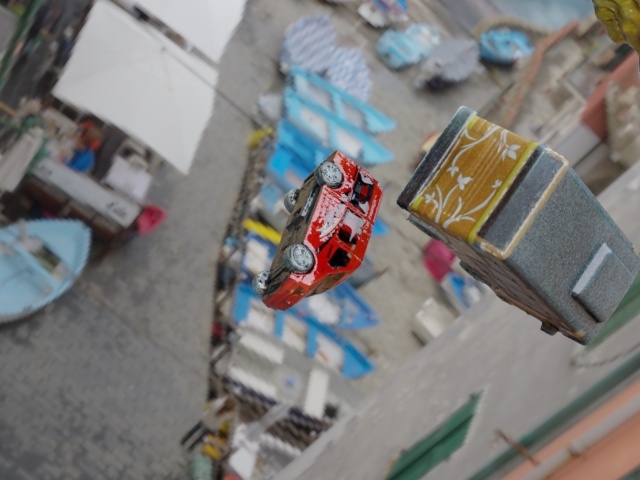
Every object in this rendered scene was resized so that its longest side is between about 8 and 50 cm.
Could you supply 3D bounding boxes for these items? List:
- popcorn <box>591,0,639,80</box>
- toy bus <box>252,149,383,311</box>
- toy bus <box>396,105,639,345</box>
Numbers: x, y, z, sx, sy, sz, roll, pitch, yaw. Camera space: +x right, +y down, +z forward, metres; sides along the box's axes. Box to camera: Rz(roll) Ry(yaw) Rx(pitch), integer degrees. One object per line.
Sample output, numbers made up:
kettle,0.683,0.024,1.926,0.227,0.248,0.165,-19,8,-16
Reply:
popcorn,0.462,-0.320,1.524,0.321,0.290,0.325,10,45,-57
toy bus,0.000,0.000,1.375,0.089,0.081,0.195,32,49,-16
toy bus,0.224,-0.008,1.362,0.167,0.138,0.275,31,-5,39
